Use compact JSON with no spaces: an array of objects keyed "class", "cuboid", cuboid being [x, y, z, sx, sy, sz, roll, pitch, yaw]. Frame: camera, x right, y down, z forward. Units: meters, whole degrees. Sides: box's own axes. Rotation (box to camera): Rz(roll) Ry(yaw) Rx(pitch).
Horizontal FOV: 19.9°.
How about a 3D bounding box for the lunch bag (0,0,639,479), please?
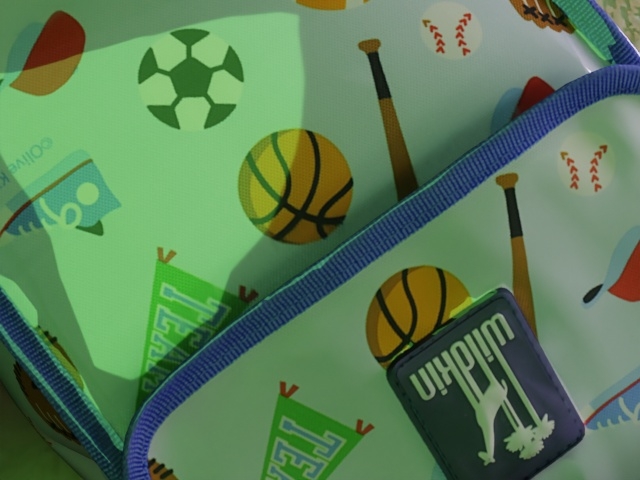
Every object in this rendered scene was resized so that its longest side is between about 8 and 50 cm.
[{"class":"lunch bag","cuboid":[0.000,0.000,0.885,0.328,0.239,0.385,-36,80,-10]}]
